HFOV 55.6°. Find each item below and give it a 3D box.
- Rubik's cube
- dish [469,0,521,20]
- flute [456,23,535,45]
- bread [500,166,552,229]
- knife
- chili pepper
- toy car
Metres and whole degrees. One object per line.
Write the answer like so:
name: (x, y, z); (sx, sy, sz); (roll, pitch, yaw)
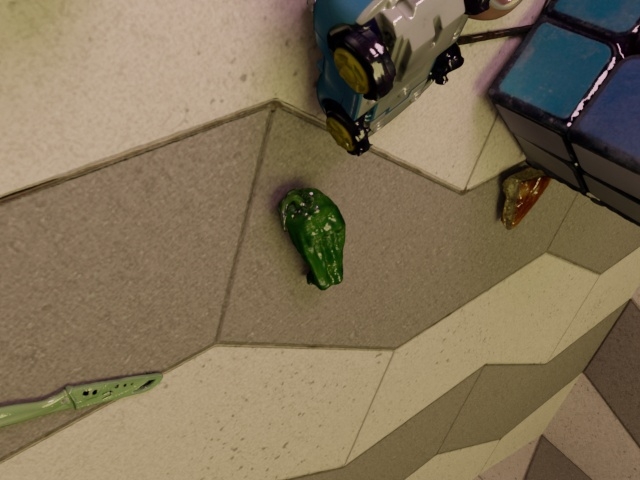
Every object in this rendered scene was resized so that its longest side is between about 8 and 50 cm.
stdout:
Rubik's cube: (0.514, -0.242, 0.994); (0.318, 0.316, 0.313); (-55, 146, 6)
dish: (0.232, -0.362, 0.746); (0.213, 0.090, 0.213); (-13, 137, -13)
flute: (0.274, -0.320, 0.941); (0.269, 0.014, 0.014); (-20, 135, -32)
bread: (0.430, -0.110, 1.254); (0.136, 0.054, 0.154); (-35, 147, -15)
knife: (-0.340, 0.210, 0.796); (0.293, 0.020, 0.043); (-2, 122, -45)
chili pepper: (-0.006, 0.000, 0.897); (0.100, 0.074, 0.257); (-39, 143, -13)
toy car: (0.068, -0.235, 0.698); (0.198, 0.166, 0.314); (-39, 172, -9)
